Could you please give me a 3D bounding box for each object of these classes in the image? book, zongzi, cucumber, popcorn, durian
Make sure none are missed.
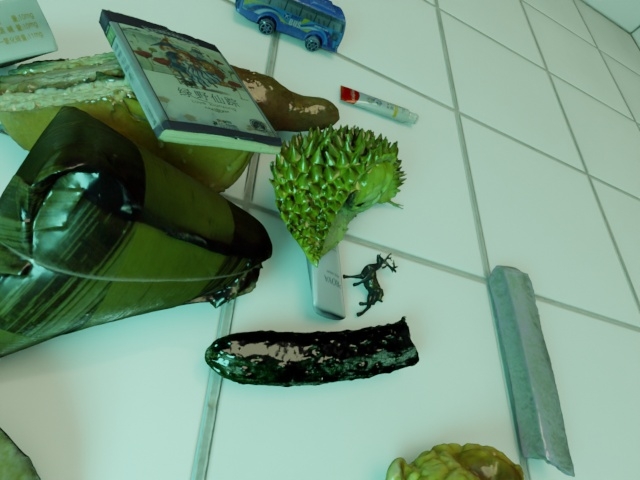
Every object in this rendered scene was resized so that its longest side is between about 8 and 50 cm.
[{"bbox_3d":[-0.156,-0.195,0.529,0.158,0.026,0.231,-3,51,-45],"label":"book"},{"bbox_3d":[-0.234,0.059,0.488,0.289,0.317,0.154,34,5,-46],"label":"zongzi"},{"bbox_3d":[0.002,0.151,0.570,0.304,0.072,0.081,0,64,-29],"label":"cucumber"},{"bbox_3d":[0.164,0.327,0.517,0.194,0.164,0.140,6,75,-64],"label":"popcorn"},{"bbox_3d":[0.035,-0.096,0.688,0.158,0.169,0.356,12,23,27],"label":"durian"}]

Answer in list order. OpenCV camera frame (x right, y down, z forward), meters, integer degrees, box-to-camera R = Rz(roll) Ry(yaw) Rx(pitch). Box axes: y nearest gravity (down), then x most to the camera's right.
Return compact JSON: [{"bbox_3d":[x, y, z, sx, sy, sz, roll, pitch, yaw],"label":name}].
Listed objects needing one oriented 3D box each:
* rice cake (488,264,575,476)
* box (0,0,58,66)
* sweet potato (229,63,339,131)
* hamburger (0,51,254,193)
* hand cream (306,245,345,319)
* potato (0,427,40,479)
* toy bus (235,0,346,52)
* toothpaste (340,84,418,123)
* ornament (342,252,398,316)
[{"bbox_3d":[0.359,0.206,0.753,0.073,0.056,0.364,17,55,-21],"label":"rice cake"},{"bbox_3d":[-0.447,-0.208,0.483,0.233,0.150,0.066,-43,127,-41],"label":"box"},{"bbox_3d":[-0.135,-0.240,0.722,0.355,0.095,0.106,3,15,-30],"label":"sweet potato"},{"bbox_3d":[-0.233,-0.143,0.562,0.283,0.245,0.155,-21,39,2],"label":"hamburger"},{"bbox_3d":[0.000,0.000,0.677,0.079,0.048,0.254,26,46,-45],"label":"hand cream"},{"bbox_3d":[-0.347,0.209,0.271,0.299,0.116,0.239,54,29,-33],"label":"potato"},{"bbox_3d":[-0.057,-0.478,0.912,0.237,0.094,0.079,9,58,-25],"label":"toy bus"},{"bbox_3d":[0.130,-0.295,0.951,0.191,0.031,0.048,13,59,-20],"label":"toothpaste"},{"bbox_3d":[0.090,0.064,0.698,0.125,0.028,0.073,-28,99,-45],"label":"ornament"}]
